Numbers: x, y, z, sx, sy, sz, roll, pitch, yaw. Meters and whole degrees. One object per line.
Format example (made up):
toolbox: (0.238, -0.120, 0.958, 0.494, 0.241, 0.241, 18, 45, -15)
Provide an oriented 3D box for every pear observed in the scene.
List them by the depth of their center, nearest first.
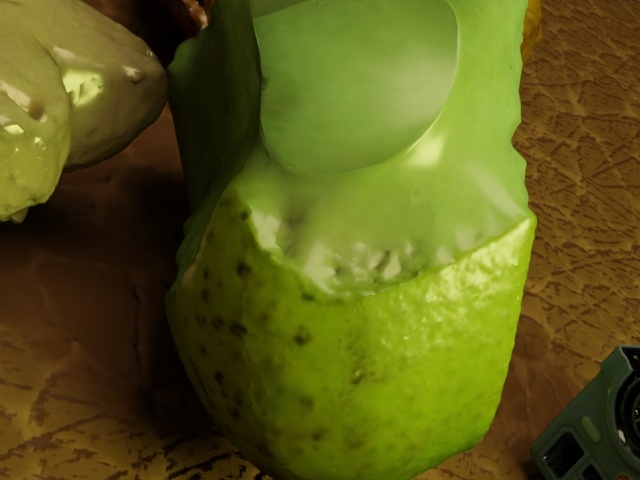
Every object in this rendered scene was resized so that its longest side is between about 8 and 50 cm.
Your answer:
pear: (0.000, 0.000, 0.698, 0.176, 0.286, 0.281, 4, 66, -6)

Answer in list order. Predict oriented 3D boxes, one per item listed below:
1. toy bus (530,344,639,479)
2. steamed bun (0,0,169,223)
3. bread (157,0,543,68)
toy bus: (0.250, 0.200, 0.751, 0.125, 0.133, 0.292, 7, 42, -45)
steamed bun: (-0.227, -0.094, 0.664, 0.292, 0.137, 0.295, 13, 33, -27)
bread: (0.018, -0.197, 0.970, 0.312, 0.172, 0.312, 27, 35, -21)
